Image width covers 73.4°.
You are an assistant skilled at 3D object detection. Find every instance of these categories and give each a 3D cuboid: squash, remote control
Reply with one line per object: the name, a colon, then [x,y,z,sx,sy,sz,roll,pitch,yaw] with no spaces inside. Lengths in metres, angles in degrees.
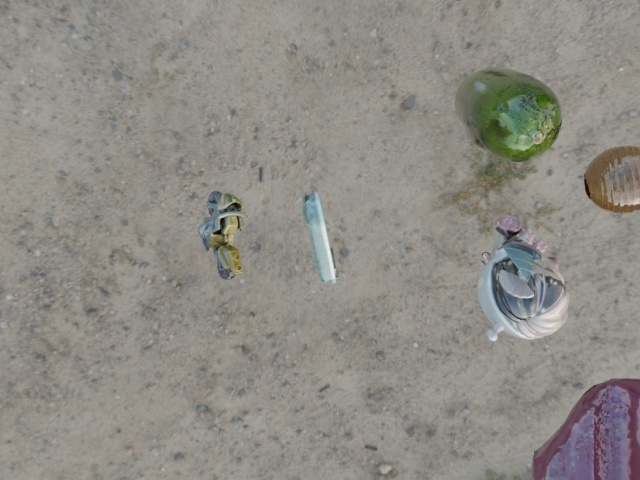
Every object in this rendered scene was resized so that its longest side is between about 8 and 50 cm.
squash: [0.206,-0.162,0.512,0.087,0.331,0.087,5,114,11]
remote control: [0.000,0.000,0.991,0.052,0.104,0.247,-12,128,0]

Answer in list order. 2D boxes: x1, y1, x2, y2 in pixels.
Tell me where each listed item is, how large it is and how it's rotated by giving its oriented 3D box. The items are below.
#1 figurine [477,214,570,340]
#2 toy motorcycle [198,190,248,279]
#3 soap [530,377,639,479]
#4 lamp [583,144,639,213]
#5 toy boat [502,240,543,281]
figurine: [0.553,0.118,1.174,0.253,0.361,0.211,30,123,0]
toy motorcycle: [-0.233,-0.020,1.060,0.129,0.094,0.229,-18,79,44]
soap: [0.301,0.287,0.400,0.220,0.127,0.325,6,74,25]
lamp: [0.592,-0.119,0.840,0.136,0.136,0.136,0,105,0]
toy boat: [0.480,0.046,1.026,0.096,0.122,0.034,22,126,16]
